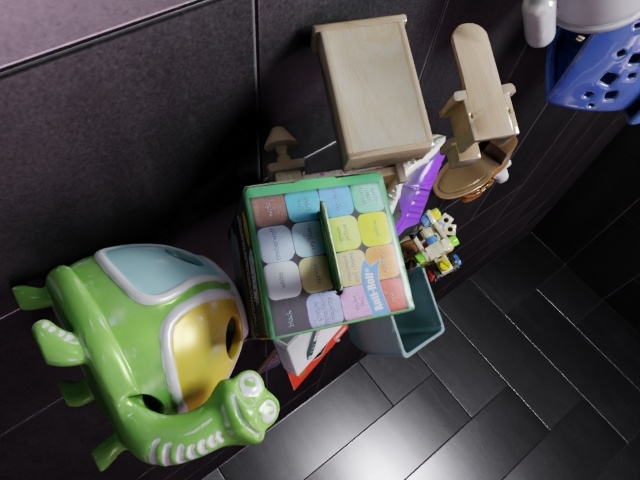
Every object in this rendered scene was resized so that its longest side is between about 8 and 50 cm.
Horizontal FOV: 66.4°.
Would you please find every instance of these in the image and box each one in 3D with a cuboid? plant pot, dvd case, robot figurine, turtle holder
[{"bbox_3d":[0.590,-0.381,0.936,0.236,0.212,0.235,111,1,-53],"label":"plant pot"},{"bbox_3d":[-0.110,0.360,1.638,0.165,0.018,0.221,-14,147,-48],"label":"dvd case"},{"bbox_3d":[0.212,0.240,1.629,0.252,0.247,0.248,-19,179,44],"label":"plant pot"},{"bbox_3d":[0.383,-0.412,0.663,0.300,0.199,0.353,-50,157,21],"label":"robot figurine"},{"bbox_3d":[-0.205,0.119,0.601,0.228,0.243,0.320,-25,-169,-32],"label":"turtle holder"}]

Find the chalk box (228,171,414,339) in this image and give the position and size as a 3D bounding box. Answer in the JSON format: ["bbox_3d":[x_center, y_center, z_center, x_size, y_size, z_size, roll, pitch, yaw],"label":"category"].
[{"bbox_3d":[-0.007,0.026,0.629,0.179,0.180,0.289,-9,172,-17],"label":"chalk box"}]

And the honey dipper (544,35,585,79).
[{"bbox_3d":[0.604,-0.452,1.197,0.031,0.030,0.160,-26,157,-32],"label":"honey dipper"}]

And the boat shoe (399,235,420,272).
[{"bbox_3d":[0.242,0.061,1.510,0.307,0.104,0.110,-10,144,-53],"label":"boat shoe"}]

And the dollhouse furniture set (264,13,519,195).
[{"bbox_3d":[0.062,-0.152,0.738,0.304,0.173,0.355,-10,171,-7],"label":"dollhouse furniture set"}]

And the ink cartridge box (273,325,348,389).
[{"bbox_3d":[0.002,0.272,1.386,0.275,0.060,0.238,-44,137,-31],"label":"ink cartridge box"}]

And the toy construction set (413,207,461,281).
[{"bbox_3d":[0.320,0.002,1.411,0.151,0.215,0.328,-33,167,19],"label":"toy construction set"}]

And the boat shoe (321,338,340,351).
[{"bbox_3d":[-0.035,0.305,1.511,0.091,0.114,0.302,-61,147,-2],"label":"boat shoe"}]

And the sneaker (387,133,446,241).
[{"bbox_3d":[0.160,-0.084,0.946,0.293,0.102,0.146,-50,132,-29],"label":"sneaker"}]

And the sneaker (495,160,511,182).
[{"bbox_3d":[0.569,-0.225,1.575,0.061,0.053,0.152,-31,153,3],"label":"sneaker"}]

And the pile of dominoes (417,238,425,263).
[{"bbox_3d":[0.368,0.064,1.822,0.251,0.040,0.196,-14,147,-50],"label":"pile of dominoes"}]

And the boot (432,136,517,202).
[{"bbox_3d":[0.410,-0.168,1.368,0.283,0.109,0.220,-42,164,-15],"label":"boot"}]
